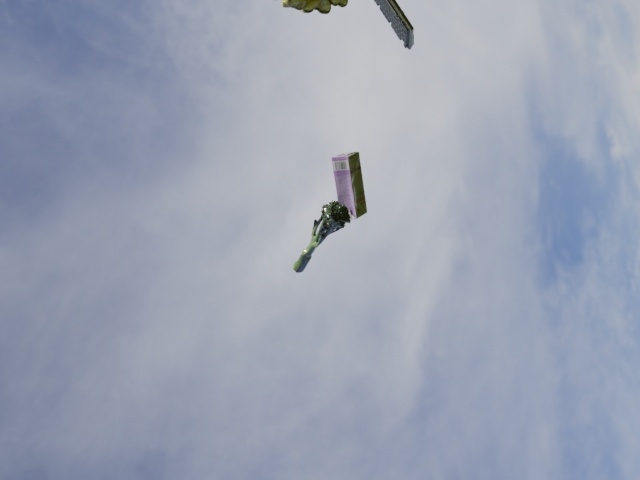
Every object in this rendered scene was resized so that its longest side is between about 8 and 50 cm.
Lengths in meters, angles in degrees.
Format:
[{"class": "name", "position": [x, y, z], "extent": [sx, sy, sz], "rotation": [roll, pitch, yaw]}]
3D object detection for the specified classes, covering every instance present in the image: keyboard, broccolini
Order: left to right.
[{"class": "broccolini", "position": [0.000, 0.000, 0.814], "extent": [0.035, 0.140, 0.030], "rotation": [3, -125, -21]}, {"class": "keyboard", "position": [0.086, -0.312, 0.864], "extent": [0.129, 0.015, 0.049], "rotation": [61, -178, 15]}]

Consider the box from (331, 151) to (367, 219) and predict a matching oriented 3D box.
[{"class": "box", "position": [0.053, -0.098, 1.182], "extent": [0.050, 0.036, 0.117], "rotation": [-35, -61, -56]}]

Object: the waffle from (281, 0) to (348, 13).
[{"class": "waffle", "position": [0.008, -0.541, 1.209], "extent": [0.261, 0.056, 0.250], "rotation": [-20, -49, -37]}]
